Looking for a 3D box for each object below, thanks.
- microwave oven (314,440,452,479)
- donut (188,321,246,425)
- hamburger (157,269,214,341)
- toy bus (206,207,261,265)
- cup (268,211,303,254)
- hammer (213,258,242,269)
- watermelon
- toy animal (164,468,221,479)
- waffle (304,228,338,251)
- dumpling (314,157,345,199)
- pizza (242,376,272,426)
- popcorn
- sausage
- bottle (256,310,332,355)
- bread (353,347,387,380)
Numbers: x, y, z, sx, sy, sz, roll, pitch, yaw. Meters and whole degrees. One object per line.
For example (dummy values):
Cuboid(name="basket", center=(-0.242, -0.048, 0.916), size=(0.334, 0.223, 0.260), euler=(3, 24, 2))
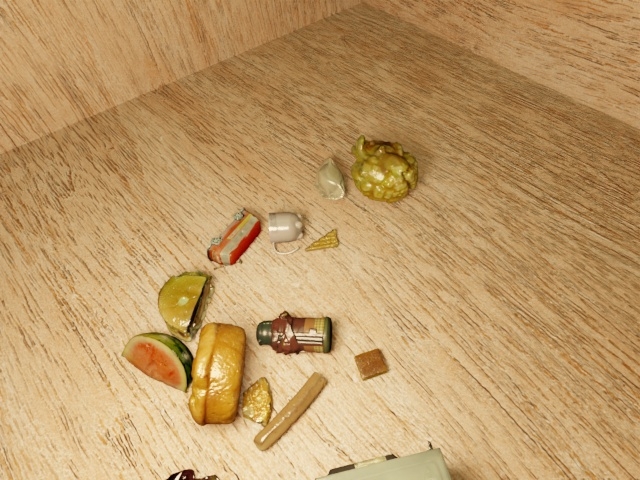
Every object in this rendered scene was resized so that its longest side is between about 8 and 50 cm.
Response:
Cuboid(name="microwave oven", center=(0.183, 0.743, 1.104), size=(0.354, 0.218, 0.286), euler=(-12, 51, -6))
Cuboid(name="donut", center=(-0.326, 0.425, 1.346), size=(0.150, 0.299, 0.317), euler=(5, 84, -7))
Cuboid(name="hamburger", center=(-0.517, 0.231, 1.568), size=(0.192, 0.168, 0.288), euler=(8, 53, 8))
Cuboid(name="toy bus", center=(-0.363, -0.005, 1.772), size=(0.119, 0.121, 0.265), euler=(26, 56, 16))
Cuboid(name="cup", center=(-0.147, -0.041, 1.782), size=(0.141, 0.134, 0.174), euler=(-3, 51, -1))
Cuboid(name="hammer", center=(-0.391, 0.104, 1.758), size=(0.122, 0.014, 0.029), euler=(-15, 42, -7))
Cuboid(name="watermelon", center=(-0.560, 0.400, 1.502), size=(0.303, 0.159, 0.128), euler=(20, 18, 16))
Cuboid(name="toy animal", center=(-0.379, 0.762, 1.215), size=(0.179, 0.116, 0.218), euler=(-6, 17, -36))
Cuboid(name="waffle", center=(0.000, 0.000, 1.812), size=(0.152, 0.023, 0.098), euler=(-9, 51, -3))
Cuboid(name="dumpling", center=(0.035, -0.278, 1.975), size=(0.151, 0.124, 0.229), euler=(-34, 58, 25))
Cuboid(name="pizza", center=(-0.211, 0.542, 1.394), size=(0.099, 0.036, 0.160), euler=(-7, 52, -3))
Cuboid(name="popcorn", center=(0.278, -0.319, 1.907), size=(0.335, 0.274, 0.279), euler=(7, 81, 19))
Cuboid(name="sausage", center=(-0.095, 0.558, 1.360), size=(0.065, 0.066, 0.301), euler=(34, 63, 26))
Cuboid(name="bottle", center=(-0.095, 0.328, 1.489), size=(0.271, 0.143, 0.156), euler=(1, 52, 5))
Cuboid(name="bread", center=(0.176, 0.434, 1.458), size=(0.094, 0.035, 0.090), euler=(-16, 53, -9))
